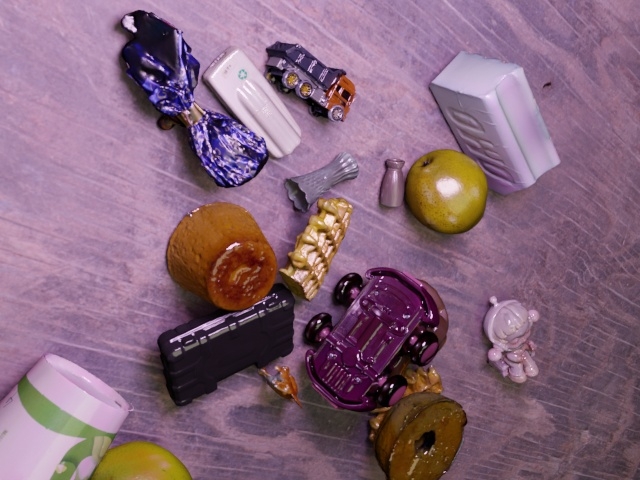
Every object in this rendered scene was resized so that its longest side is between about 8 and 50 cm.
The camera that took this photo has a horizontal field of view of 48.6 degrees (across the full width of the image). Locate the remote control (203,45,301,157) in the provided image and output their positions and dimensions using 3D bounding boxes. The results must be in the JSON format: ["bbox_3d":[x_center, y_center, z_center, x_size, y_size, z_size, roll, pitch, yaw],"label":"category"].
[{"bbox_3d":[-0.118,-0.251,1.326,0.090,0.049,0.230,-48,127,-9],"label":"remote control"}]

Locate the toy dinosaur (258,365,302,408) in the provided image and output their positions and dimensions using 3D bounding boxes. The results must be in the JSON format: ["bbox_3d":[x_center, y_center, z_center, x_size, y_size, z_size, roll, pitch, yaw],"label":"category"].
[{"bbox_3d":[-0.067,0.328,1.569,0.057,0.142,0.212,-46,131,-6],"label":"toy dinosaur"}]

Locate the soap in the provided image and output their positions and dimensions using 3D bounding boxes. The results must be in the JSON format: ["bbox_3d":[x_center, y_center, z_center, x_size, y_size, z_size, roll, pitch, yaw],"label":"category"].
[{"bbox_3d":[0.391,-0.243,1.565,0.115,0.208,0.347,-44,129,-6],"label":"soap"}]

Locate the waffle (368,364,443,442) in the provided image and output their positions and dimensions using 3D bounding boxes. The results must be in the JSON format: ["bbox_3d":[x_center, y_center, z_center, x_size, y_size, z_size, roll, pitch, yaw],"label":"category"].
[{"bbox_3d":[0.251,0.466,1.893,0.309,0.065,0.283,22,98,-39],"label":"waffle"}]

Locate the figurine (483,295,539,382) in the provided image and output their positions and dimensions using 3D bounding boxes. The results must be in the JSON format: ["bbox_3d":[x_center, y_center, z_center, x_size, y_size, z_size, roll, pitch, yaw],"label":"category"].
[{"bbox_3d":[0.521,0.252,1.936,0.182,0.144,0.256,-19,125,-2],"label":"figurine"}]

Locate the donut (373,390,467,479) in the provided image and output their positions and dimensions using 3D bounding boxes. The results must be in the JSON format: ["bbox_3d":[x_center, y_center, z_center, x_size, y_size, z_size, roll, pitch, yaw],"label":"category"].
[{"bbox_3d":[0.248,0.502,1.813,0.272,0.107,0.272,-14,117,-29],"label":"donut"}]

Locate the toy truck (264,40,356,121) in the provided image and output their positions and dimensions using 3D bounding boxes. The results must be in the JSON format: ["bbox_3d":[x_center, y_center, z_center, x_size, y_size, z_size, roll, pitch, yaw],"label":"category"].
[{"bbox_3d":[-0.019,-0.304,1.346,0.192,0.083,0.092,30,88,-38],"label":"toy truck"}]

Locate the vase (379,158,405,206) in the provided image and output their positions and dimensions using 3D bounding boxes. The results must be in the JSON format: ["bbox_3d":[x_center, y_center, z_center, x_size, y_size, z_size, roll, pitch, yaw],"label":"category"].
[{"bbox_3d":[0.160,-0.128,1.566,0.053,0.053,0.100,-7,110,-31],"label":"vase"}]

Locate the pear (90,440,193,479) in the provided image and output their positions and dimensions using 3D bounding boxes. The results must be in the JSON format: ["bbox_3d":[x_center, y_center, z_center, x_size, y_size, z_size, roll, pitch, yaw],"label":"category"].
[{"bbox_3d":[-0.371,0.496,1.418,0.220,0.187,0.187,29,94,-45],"label":"pear"}]

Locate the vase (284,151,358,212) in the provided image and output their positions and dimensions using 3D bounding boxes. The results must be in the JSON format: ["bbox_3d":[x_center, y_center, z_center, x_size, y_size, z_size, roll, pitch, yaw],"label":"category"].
[{"bbox_3d":[0.009,-0.125,1.454,0.149,0.081,0.081,-31,125,-22],"label":"vase"}]

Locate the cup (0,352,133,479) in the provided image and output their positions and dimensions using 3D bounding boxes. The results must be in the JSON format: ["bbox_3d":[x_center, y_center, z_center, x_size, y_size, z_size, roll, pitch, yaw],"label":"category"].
[{"bbox_3d":[-0.493,0.360,1.258,0.253,0.253,0.274,43,76,-39],"label":"cup"}]

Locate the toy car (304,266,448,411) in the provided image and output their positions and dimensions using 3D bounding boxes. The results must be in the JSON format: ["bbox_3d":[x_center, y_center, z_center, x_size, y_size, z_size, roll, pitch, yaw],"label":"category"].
[{"bbox_3d":[0.142,0.232,1.617,0.340,0.271,0.240,-51,149,1],"label":"toy car"}]

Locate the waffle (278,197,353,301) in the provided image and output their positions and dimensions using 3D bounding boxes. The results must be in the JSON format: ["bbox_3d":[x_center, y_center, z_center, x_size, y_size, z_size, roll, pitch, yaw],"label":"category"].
[{"bbox_3d":[-0.001,0.000,1.432,0.219,0.057,0.229,-61,167,-13],"label":"waffle"}]

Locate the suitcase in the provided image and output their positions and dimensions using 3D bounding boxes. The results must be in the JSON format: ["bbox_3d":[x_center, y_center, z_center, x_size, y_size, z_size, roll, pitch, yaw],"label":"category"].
[{"bbox_3d":[-0.185,0.212,1.451,0.286,0.066,0.206,-23,142,-23],"label":"suitcase"}]

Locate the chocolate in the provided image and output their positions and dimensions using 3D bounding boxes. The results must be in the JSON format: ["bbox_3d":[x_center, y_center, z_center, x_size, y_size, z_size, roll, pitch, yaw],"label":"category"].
[{"bbox_3d":[-0.232,-0.236,1.221,0.148,0.126,0.343,-18,129,28],"label":"chocolate"}]

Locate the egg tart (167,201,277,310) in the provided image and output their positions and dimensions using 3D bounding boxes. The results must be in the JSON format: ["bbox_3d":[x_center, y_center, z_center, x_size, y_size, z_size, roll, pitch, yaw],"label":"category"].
[{"bbox_3d":[-0.179,0.037,1.358,0.203,0.147,0.202,-12,115,-27],"label":"egg tart"}]

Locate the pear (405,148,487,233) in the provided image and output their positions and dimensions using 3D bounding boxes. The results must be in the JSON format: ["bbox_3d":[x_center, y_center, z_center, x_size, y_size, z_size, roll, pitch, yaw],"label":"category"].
[{"bbox_3d":[0.282,-0.107,1.570,0.198,0.198,0.198,-14,118,-28],"label":"pear"}]
